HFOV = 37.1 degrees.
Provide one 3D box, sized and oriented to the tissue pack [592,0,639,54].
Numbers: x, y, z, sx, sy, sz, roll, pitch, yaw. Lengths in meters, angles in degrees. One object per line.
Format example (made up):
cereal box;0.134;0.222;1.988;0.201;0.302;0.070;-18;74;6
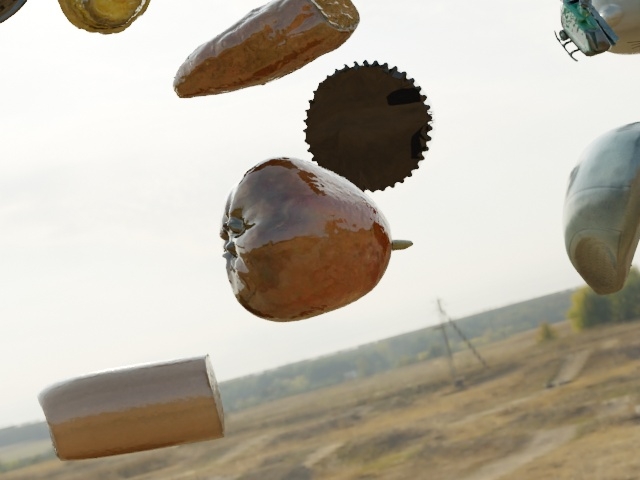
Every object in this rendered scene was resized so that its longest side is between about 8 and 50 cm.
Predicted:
tissue pack;0.662;-0.487;1.795;0.333;0.229;0.236;-13;-6;33

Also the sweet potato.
sweet potato;-0.074;-0.243;1.180;0.252;0.097;0.097;-21;-9;11

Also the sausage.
sausage;-0.265;0.235;1.326;0.253;0.123;0.123;-9;-9;-5

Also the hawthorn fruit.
hawthorn fruit;0.000;0.000;1.161;0.251;0.199;0.199;2;-15;-26

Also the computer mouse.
computer mouse;0.417;-0.049;1.375;0.122;0.188;0.371;19;-16;23

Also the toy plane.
toy plane;0.417;-0.377;1.574;0.060;0.235;0.096;-21;-32;-8

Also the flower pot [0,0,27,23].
flower pot;-0.692;-0.546;1.874;0.235;0.235;0.148;-16;-24;10

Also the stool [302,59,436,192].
stool;0.136;-0.270;2.267;0.297;0.297;0.330;-17;4;13

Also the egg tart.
egg tart;-0.382;-0.457;1.725;0.191;0.191;0.074;-11;31;-23
